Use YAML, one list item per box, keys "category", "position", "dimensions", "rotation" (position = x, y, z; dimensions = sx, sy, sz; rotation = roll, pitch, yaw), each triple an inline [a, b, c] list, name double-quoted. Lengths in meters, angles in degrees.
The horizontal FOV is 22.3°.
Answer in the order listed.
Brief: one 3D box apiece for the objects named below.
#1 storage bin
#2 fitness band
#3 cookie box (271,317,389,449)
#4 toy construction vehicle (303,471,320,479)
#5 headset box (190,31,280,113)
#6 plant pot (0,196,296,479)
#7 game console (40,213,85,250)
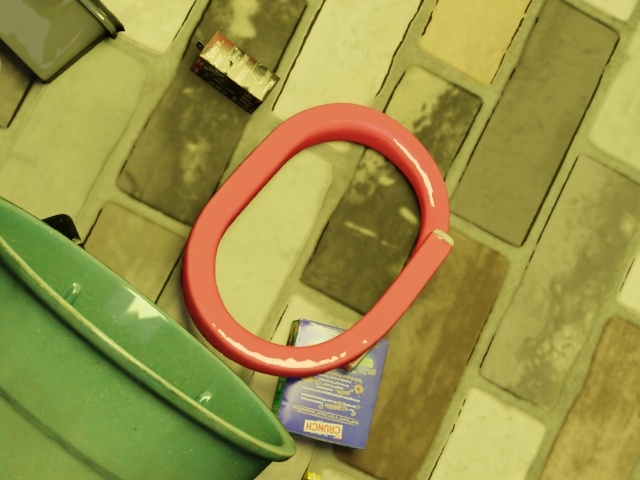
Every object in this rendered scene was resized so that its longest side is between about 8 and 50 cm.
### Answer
- category: "storage bin"
  position: [-0.260, -0.213, 1.500]
  dimensions: [0.135, 0.098, 0.091]
  rotation: [44, 87, -5]
- category: "fitness band"
  position: [0.000, 0.000, 1.526]
  dimensions: [0.209, 0.054, 0.291]
  rotation: [40, 67, 2]
- category: "cookie box"
  position: [0.007, 0.137, 1.544]
  dimensions: [0.092, 0.040, 0.107]
  rotation: [15, 80, -9]
- category: "toy construction vehicle"
  position: [0.010, 0.275, 1.533]
  dimensions: [0.086, 0.035, 0.098]
  rotation: [19, 80, -10]
- category: "headset box"
  position: [-0.085, -0.161, 1.545]
  dimensions: [0.083, 0.062, 0.032]
  rotation: [37, 77, -6]
- category: "plant pot"
  position: [-0.254, 0.192, 1.334]
  dimensions: [0.341, 0.341, 0.334]
  rotation: [39, 92, -6]
- category: "game console"
  position: [-0.271, 0.049, 1.506]
  dimensions: [0.122, 0.071, 0.107]
  rotation: [-19, 58, -15]
